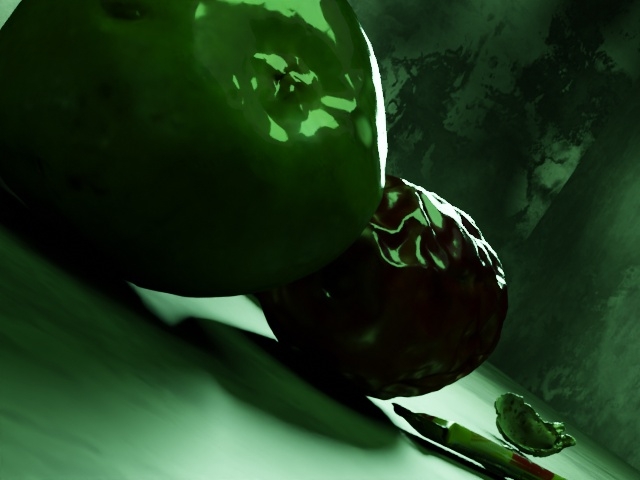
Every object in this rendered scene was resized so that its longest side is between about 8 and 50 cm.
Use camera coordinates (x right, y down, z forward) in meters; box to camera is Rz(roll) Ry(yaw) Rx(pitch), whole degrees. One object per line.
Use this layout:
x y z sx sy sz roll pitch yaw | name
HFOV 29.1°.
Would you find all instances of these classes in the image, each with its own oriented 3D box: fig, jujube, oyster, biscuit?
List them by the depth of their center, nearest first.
-0.118 -0.064 0.754 0.314 0.233 0.233 -15 -25 26 | fig
0.049 0.038 0.944 0.174 0.174 0.250 35 10 19 | jujube
0.147 0.182 1.024 0.048 0.026 0.292 10 -14 38 | biscuit
0.241 0.212 1.411 0.038 0.080 0.083 81 -7 -61 | oyster
